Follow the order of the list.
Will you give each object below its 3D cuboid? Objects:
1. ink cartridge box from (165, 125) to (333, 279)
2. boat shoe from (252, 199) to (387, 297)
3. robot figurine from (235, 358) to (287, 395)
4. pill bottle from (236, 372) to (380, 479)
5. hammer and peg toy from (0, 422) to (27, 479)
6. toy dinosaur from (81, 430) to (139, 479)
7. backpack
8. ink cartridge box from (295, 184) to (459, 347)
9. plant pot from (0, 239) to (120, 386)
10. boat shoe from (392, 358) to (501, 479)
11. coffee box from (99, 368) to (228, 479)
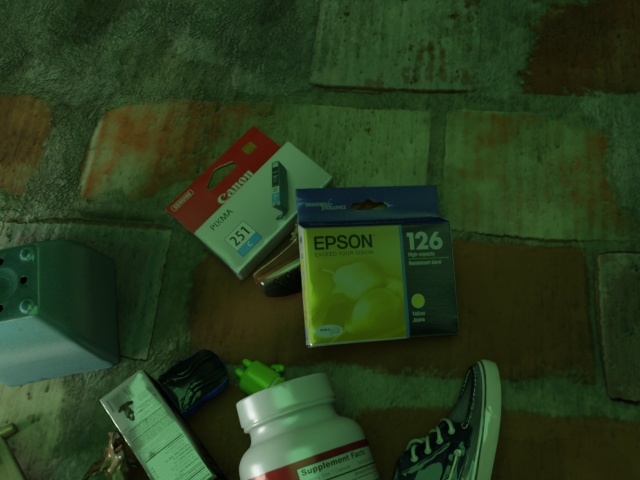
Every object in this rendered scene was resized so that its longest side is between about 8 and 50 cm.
[{"bbox_3d":[-0.163,-0.103,1.450,0.261,0.066,0.296,39,76,18],"label":"ink cartridge box"},{"bbox_3d":[0.000,0.000,1.371,0.324,0.123,0.120,-30,62,-15],"label":"boat shoe"},{"bbox_3d":[-0.112,0.280,1.286,0.115,0.067,0.101,30,62,16],"label":"robot figurine"},{"bbox_3d":[-0.003,0.446,1.106,0.229,0.229,0.408,-19,71,-2],"label":"pill bottle"},{"bbox_3d":[-0.657,0.469,1.178,0.266,0.127,0.361,-39,49,-18],"label":"hammer and peg toy"},{"bbox_3d":[-0.421,0.500,1.207,0.295,0.127,0.200,-37,58,8],"label":"toy dinosaur"},{"bbox_3d":[-0.242,0.274,1.284,0.120,0.101,0.098,-37,75,-18],"label":"backpack"},{"bbox_3d":[0.111,0.041,1.277,0.303,0.072,0.307,-3,86,-13],"label":"ink cartridge box"},{"bbox_3d":[-0.568,0.124,1.298,0.247,0.252,0.247,-11,66,1],"label":"plant pot"},{"bbox_3d":[0.223,0.370,1.179,0.158,0.127,0.341,12,70,2],"label":"boat shoe"},{"bbox_3d":[-0.289,0.377,1.226,0.098,0.141,0.246,-37,70,-13],"label":"coffee box"}]
